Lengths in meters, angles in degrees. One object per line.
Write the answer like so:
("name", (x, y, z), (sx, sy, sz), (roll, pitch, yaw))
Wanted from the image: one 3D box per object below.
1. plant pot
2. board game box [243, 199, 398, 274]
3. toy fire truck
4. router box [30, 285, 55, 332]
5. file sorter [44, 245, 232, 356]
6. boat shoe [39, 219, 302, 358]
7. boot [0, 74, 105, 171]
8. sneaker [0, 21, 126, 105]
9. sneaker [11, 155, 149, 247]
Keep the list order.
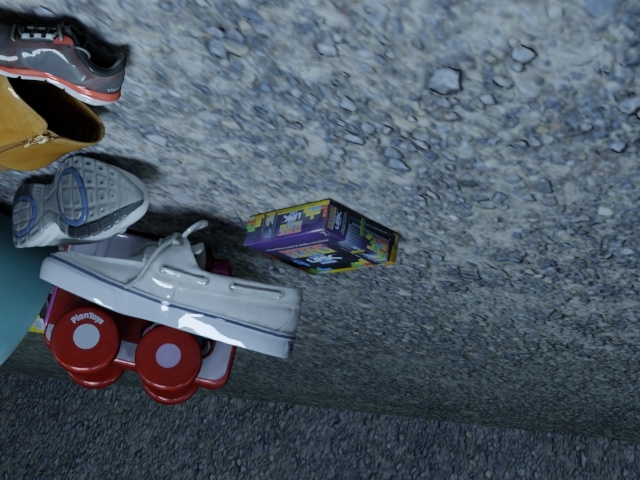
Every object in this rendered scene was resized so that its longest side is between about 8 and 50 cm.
("plant pot", (-0.595, 0.054, 1.327), (0.293, 0.293, 0.235), (-9, 140, 44))
("board game box", (0.000, 0.000, 1.194), (0.141, 0.048, 0.170), (24, 157, -38))
("toy fire truck", (-0.274, 0.111, 1.346), (0.302, 0.254, 0.169), (13, 160, -3))
("router box", (-0.562, 0.087, 1.600), (0.133, 0.046, 0.179), (5, 123, 13))
("file sorter", (-0.316, 0.127, 1.524), (0.291, 0.182, 0.202), (10, 161, 0))
("boat shoe", (-0.197, 0.044, 1.204), (0.367, 0.156, 0.136), (17, 173, -3))
("boot", (-0.393, -0.151, 0.890), (0.211, 0.104, 0.295), (-12, 157, 38))
("sneaker", (-0.254, -0.184, 0.793), (0.158, 0.061, 0.065), (17, 134, -24))
("sneaker", (-0.313, -0.047, 1.173), (0.129, 0.111, 0.297), (5, 173, -42))
